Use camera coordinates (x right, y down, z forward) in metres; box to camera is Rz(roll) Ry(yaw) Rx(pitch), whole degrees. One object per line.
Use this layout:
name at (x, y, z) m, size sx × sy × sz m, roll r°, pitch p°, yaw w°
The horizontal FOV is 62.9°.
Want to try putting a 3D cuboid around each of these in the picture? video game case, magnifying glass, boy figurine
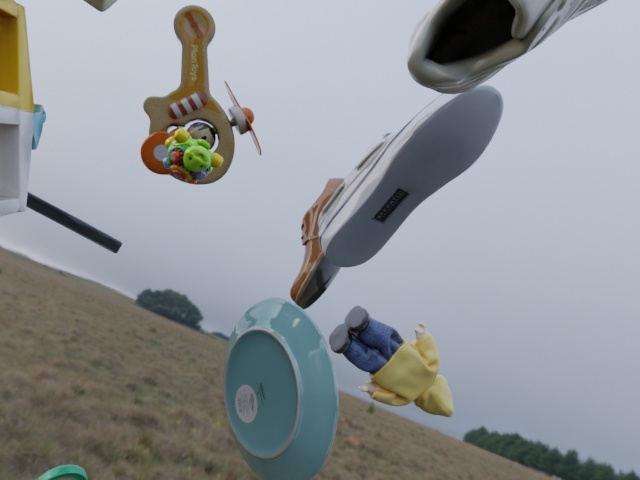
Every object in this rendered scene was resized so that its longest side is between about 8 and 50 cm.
video game case at (-0.455, -0.037, 0.956) m, size 0.196 × 0.026 × 0.274 m, roll 31°, pitch -11°, yaw -17°
magnifying glass at (-0.493, 0.485, 0.913) m, size 0.092 × 0.231 × 0.026 m, roll 32°, pitch 5°, yaw -42°
boy figurine at (0.160, 0.242, 1.021) m, size 0.285 × 0.177 × 0.092 m, roll 37°, pitch 1°, yaw -15°

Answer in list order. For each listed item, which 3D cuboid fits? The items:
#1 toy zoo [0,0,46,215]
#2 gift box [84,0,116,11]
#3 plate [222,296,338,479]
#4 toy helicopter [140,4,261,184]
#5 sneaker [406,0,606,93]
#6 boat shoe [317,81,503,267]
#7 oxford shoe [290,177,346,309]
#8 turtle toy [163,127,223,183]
toy zoo at (-0.282, -0.106, 0.397) m, size 0.030 × 0.192 × 0.293 m, roll 4°, pitch 10°, yaw -7°
gift box at (-0.237, -0.453, 0.515) m, size 0.255 × 0.276 × 0.258 m, roll 30°, pitch -26°, yaw -13°
plate at (-0.055, 0.152, 0.530) m, size 0.024 × 0.188 × 0.188 m, roll 5°, pitch 1°, yaw -43°
toy helicopter at (-0.238, -0.291, 1.067) m, size 0.235 × 0.354 × 0.140 m, roll 0°, pitch 6°, yaw -12°
sneaker at (0.151, -0.173, 0.339) m, size 0.090 × 0.115 × 0.232 m, roll 46°, pitch -58°, yaw -5°
boat shoe at (0.083, -0.083, 0.586) m, size 0.095 × 0.258 × 0.084 m, roll 31°, pitch 25°, yaw -37°
oxford shoe at (0.000, 0.000, 0.755) m, size 0.076 × 0.212 × 0.076 m, roll 18°, pitch -24°, yaw 19°
turtle toy at (-0.221, -0.138, 0.893) m, size 0.095 × 0.066 × 0.130 m, roll 35°, pitch -24°, yaw -24°
